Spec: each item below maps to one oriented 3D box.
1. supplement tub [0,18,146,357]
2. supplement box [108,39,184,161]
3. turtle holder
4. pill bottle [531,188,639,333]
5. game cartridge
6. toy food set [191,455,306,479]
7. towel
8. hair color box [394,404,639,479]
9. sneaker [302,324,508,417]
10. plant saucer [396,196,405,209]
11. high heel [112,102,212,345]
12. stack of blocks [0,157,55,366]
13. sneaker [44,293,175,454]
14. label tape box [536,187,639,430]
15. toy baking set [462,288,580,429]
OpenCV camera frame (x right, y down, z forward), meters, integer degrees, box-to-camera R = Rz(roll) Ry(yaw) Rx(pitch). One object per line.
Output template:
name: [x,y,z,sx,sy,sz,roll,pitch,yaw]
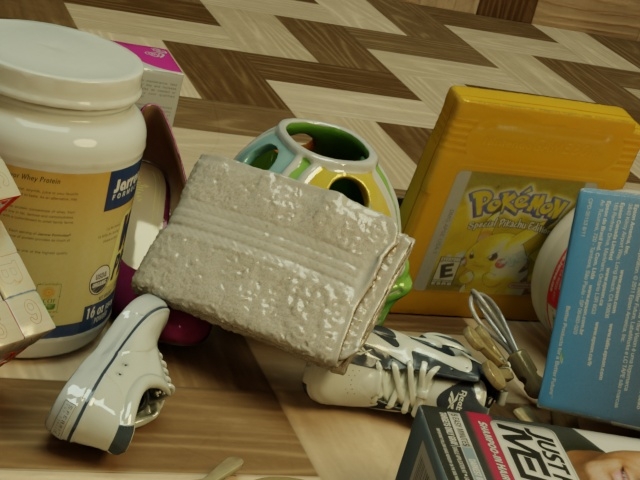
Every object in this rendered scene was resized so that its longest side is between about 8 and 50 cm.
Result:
supplement tub: [-0.313,-0.058,1.526,0.228,0.316,0.228,13,22,-5]
supplement box: [-0.268,-0.146,1.898,0.114,0.220,0.111,6,24,-21]
turtle holder: [-0.018,-0.007,1.707,0.243,0.227,0.320,15,23,-4]
pill bottle: [0.451,0.117,1.709,0.229,0.229,0.407,2,25,-29]
game cartridge: [0.240,-0.037,1.819,0.285,0.323,0.052,4,36,-24]
toy food set: [-0.026,0.261,1.323,0.192,0.038,0.132,16,14,18]
towel: [-0.054,0.021,1.552,0.282,0.187,0.049,19,-23,21]
hair color box: [0.274,0.275,1.366,0.375,0.113,0.185,11,22,-12]
sneaker: [0.107,0.162,1.557,0.235,0.094,0.153,9,11,-40]
plant saucer: [0.196,-0.024,2.001,0.311,0.050,0.310,5,-1,0]
high heel: [-0.197,-0.023,1.696,0.127,0.181,0.377,4,24,-26]
stack of blocks: [-0.378,-0.016,1.384,0.087,0.171,0.297,-19,78,-53]
sneaker: [-0.195,0.142,1.447,0.091,0.094,0.258,31,28,-1]
label tape box: [0.423,0.092,1.487,0.348,0.249,0.115,9,-5,33]
toy baking set: [0.233,0.148,1.629,0.196,0.030,0.256,51,16,-10]
